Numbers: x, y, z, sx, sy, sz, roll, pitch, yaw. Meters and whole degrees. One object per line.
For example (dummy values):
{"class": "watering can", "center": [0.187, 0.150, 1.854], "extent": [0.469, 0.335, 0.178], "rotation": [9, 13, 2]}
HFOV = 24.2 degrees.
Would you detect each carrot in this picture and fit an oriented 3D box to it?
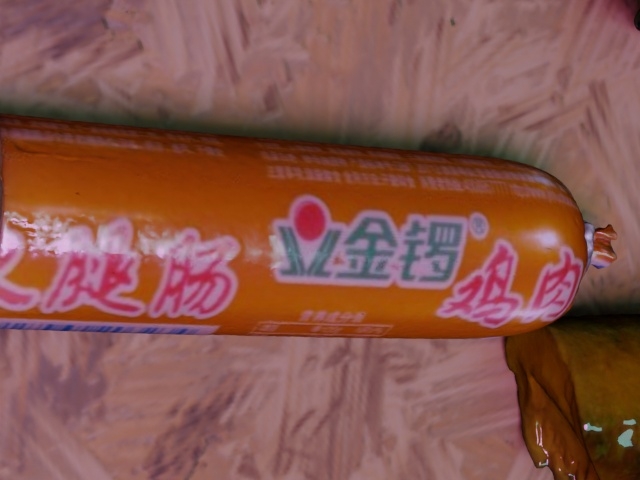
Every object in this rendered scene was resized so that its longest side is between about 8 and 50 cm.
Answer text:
{"class": "carrot", "center": [0.249, 0.088, 0.776], "extent": [0.302, 0.114, 0.114], "rotation": [0, 105, -14]}

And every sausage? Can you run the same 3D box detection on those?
{"class": "sausage", "center": [0.000, 0.000, 0.676], "extent": [0.312, 0.093, 0.093], "rotation": [4, 103, -22]}

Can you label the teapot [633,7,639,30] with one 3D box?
{"class": "teapot", "center": [0.269, -0.229, 0.643], "extent": [0.270, 0.200, 0.337], "rotation": [4, 104, -59]}
